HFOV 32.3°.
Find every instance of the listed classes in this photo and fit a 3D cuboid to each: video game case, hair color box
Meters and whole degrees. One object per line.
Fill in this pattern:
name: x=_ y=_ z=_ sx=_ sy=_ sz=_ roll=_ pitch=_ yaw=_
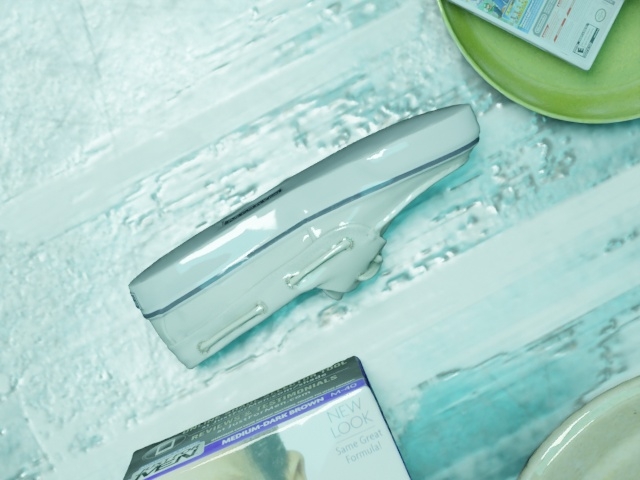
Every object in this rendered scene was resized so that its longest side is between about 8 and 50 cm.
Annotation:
video game case: x=0.150 y=-0.182 z=0.760 sx=0.122 sy=0.011 sz=0.087 roll=26 pitch=94 yaw=-6
hair color box: x=0.012 y=0.277 z=0.786 sx=0.185 sy=0.110 sz=0.338 roll=-24 pitch=95 yaw=0

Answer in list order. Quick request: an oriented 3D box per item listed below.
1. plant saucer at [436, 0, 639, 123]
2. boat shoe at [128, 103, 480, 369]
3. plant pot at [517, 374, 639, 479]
plant saucer: x=0.193 y=-0.204 z=0.785 sx=0.241 sy=0.037 sz=0.240 roll=0 pitch=96 yaw=-5
boat shoe: x=0.000 y=0.000 z=0.764 sx=0.268 sy=0.096 sz=0.088 roll=-31 pitch=101 yaw=1
plant pot: x=0.306 y=0.273 z=0.705 sx=0.334 sy=0.305 sz=0.333 roll=0 pitch=96 yaw=-4
